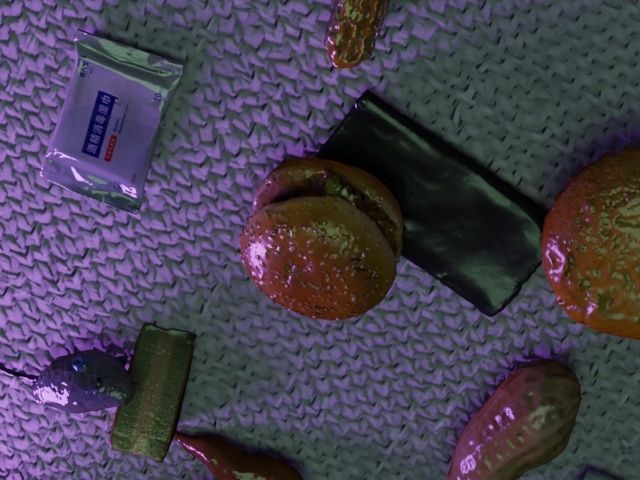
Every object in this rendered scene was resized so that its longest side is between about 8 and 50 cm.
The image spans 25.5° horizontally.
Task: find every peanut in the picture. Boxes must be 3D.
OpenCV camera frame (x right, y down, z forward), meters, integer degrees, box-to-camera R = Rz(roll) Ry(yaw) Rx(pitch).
[{"bbox_3d":[0.229,0.234,1.674,0.108,0.095,0.226,31,116,-13],"label":"peanut"}]

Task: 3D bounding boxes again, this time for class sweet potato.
[{"bbox_3d":[-0.109,0.277,1.753,0.195,0.056,0.056,23,116,0],"label":"sweet potato"}]

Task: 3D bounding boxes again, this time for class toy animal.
[{"bbox_3d":[-0.330,0.158,1.702,0.253,0.070,0.079,11,93,23],"label":"toy animal"}]

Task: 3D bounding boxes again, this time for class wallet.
[{"bbox_3d":[0.124,-0.038,1.587,0.285,0.030,0.146,33,113,-11],"label":"wallet"}]

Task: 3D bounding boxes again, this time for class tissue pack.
[{"bbox_3d":[-0.234,-0.130,1.574,0.123,0.026,0.193,19,116,-4],"label":"tissue pack"}]

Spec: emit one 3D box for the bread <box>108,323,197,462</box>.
[{"bbox_3d":[-0.200,0.181,1.693,0.074,0.084,0.139,16,116,-1],"label":"bread"}]

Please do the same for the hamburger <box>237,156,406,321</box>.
[{"bbox_3d":[-0.005,0.004,1.553,0.191,0.118,0.182,-5,125,28],"label":"hamburger"}]

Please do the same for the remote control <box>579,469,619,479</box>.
[{"bbox_3d":[0.322,0.357,1.764,0.065,0.029,0.166,21,121,-7],"label":"remote control"}]

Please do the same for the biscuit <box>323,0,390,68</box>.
[{"bbox_3d":[0.079,-0.351,1.401,0.054,0.094,0.378,17,117,-3],"label":"biscuit"}]

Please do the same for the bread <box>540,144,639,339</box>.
[{"bbox_3d":[0.353,-0.003,1.522,0.240,0.139,0.240,2,116,4],"label":"bread"}]
